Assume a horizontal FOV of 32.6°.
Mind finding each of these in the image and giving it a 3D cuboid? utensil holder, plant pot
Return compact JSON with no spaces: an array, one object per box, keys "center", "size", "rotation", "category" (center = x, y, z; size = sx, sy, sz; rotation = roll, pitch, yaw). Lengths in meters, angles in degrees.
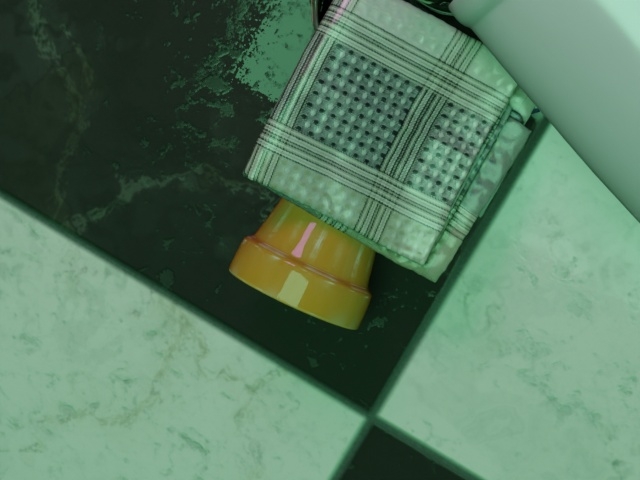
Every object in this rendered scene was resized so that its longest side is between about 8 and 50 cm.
[{"center":[0.403,-0.246,1.326],"size":[0.328,0.327,0.385],"rotation":[-40,93,19],"category":"utensil holder"},{"center":[0.000,0.000,1.563],"size":[0.205,0.205,0.187],"rotation":[25,93,8],"category":"plant pot"}]

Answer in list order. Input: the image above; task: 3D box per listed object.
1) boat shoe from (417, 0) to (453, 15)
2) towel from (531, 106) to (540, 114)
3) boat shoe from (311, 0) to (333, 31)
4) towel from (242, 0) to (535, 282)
[{"center":[0.147,-0.343,1.438],"size":[0.219,0.070,0.077],"rotation":[13,109,-35],"category":"boat shoe"},{"center":[0.279,-0.205,1.519],"size":[0.120,0.029,0.067],"rotation":[-17,98,18],"category":"towel"},{"center":[0.065,-0.414,1.472],"size":[0.132,0.130,0.355],"rotation":[10,105,12],"category":"boat shoe"},{"center":[0.104,-0.144,1.451],"size":[0.324,0.056,0.312],"rotation":[28,93,-14],"category":"towel"}]
